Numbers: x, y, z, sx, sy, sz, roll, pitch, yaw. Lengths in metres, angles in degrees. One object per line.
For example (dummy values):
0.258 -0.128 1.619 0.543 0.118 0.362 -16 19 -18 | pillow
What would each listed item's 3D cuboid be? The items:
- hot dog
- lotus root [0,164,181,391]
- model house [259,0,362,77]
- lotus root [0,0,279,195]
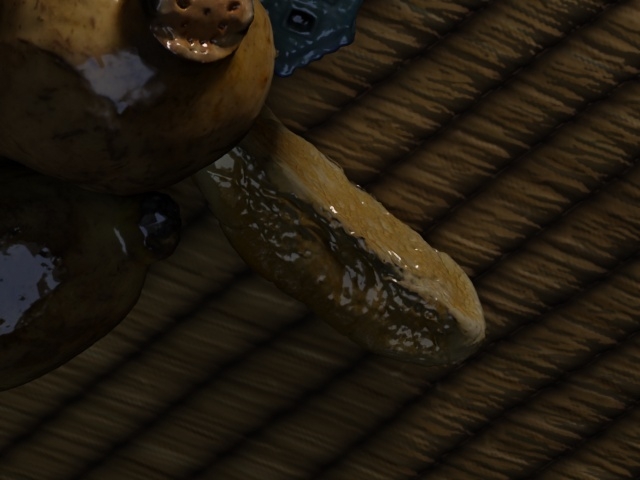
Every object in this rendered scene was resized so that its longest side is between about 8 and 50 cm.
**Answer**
0.000 0.000 1.034 0.242 0.084 0.073 39 108 -20 | hot dog
-0.184 0.019 1.014 0.214 0.138 0.138 -14 116 4 | lotus root
-0.033 -0.153 0.948 0.148 0.119 0.148 18 122 -10 | model house
-0.112 -0.093 0.900 0.154 0.257 0.140 6 84 -27 | lotus root
